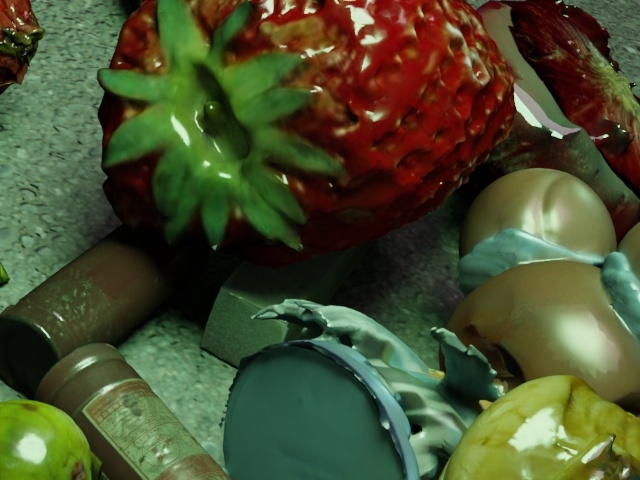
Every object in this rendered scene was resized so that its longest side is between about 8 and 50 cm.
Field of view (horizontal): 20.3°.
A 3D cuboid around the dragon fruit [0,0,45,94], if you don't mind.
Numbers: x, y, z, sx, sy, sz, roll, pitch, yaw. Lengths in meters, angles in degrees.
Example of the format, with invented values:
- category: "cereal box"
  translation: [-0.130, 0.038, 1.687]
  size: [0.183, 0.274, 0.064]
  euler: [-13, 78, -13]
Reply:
- category: "dragon fruit"
  translation: [-0.332, -0.185, 1.501]
  size: [0.209, 0.172, 0.172]
  euler: [22, 35, 2]

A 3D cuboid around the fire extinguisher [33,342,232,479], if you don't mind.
- category: "fire extinguisher"
  translation: [-0.092, 0.164, 1.215]
  size: [0.075, 0.106, 0.252]
  euler: [-7, 43, -48]

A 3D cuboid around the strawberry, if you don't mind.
- category: "strawberry"
  translation: [0.000, -0.130, 1.386]
  size: [0.291, 0.292, 0.310]
  euler: [29, 36, 10]

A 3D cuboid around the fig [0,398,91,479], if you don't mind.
- category: "fig"
  translation: [-0.227, 0.132, 1.208]
  size: [0.166, 0.093, 0.093]
  euler: [32, 37, 22]

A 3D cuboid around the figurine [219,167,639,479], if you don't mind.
- category: "figurine"
  translation: [0.125, 0.095, 1.322]
  size: [0.388, 0.248, 0.276]
  euler: [-11, 22, -40]

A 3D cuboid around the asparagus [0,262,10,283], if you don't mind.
- category: "asparagus"
  translation: [-0.289, 0.026, 1.370]
  size: [0.108, 0.021, 0.025]
  euler: [-4, 43, -31]

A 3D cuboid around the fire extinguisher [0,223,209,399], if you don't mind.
- category: "fire extinguisher"
  translation: [-0.160, 0.030, 1.395]
  size: [0.089, 0.072, 0.267]
  euler: [-6, 21, 33]

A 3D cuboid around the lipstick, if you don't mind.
- category: "lipstick"
  translation: [0.000, 0.000, 1.509]
  size: [0.066, 0.068, 0.317]
  euler: [28, 36, 8]

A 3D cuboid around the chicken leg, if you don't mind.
- category: "chicken leg"
  translation: [0.145, 0.301, 1.064]
  size: [0.295, 0.182, 0.409]
  euler: [43, 56, -31]

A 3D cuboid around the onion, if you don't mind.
- category: "onion"
  translation: [0.199, -0.087, 1.645]
  size: [0.272, 0.195, 0.272]
  euler: [35, 35, -29]

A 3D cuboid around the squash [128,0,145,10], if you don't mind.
- category: "squash"
  translation: [-0.073, -0.274, 1.752]
  size: [0.252, 0.165, 0.252]
  euler: [11, 39, -9]
